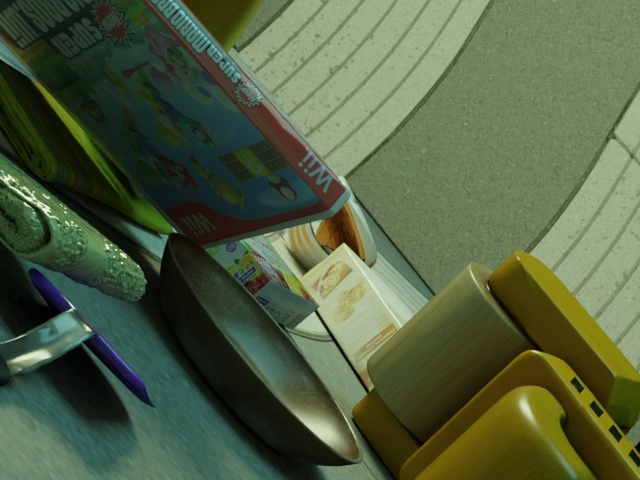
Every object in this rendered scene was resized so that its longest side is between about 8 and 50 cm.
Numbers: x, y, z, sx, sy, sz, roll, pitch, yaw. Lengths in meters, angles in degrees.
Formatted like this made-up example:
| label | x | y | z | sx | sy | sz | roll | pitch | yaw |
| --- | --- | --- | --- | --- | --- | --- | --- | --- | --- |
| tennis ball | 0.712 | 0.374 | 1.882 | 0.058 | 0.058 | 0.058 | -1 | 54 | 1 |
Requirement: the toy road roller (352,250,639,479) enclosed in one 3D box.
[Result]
| label | x | y | z | sx | sy | sz | roll | pitch | yaw |
| --- | --- | --- | --- | --- | --- | --- | --- | --- | --- |
| toy road roller | 0.147 | 0.166 | 1.260 | 0.329 | 0.202 | 0.240 | 54 | 18 | 29 |

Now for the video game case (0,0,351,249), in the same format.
| label | x | y | z | sx | sy | sz | roll | pitch | yaw |
| --- | --- | --- | --- | --- | --- | --- | --- | --- | --- |
| video game case | -0.126 | -0.112 | 1.028 | 0.285 | 0.025 | 0.204 | 48 | -26 | -16 |

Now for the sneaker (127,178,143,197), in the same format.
| label | x | y | z | sx | sy | sz | roll | pitch | yaw |
| --- | --- | --- | --- | --- | --- | --- | --- | --- | --- |
| sneaker | -0.126 | -0.080 | 1.220 | 0.085 | 0.058 | 0.152 | 63 | 12 | 0 |

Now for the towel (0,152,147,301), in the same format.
| label | x | y | z | sx | sy | sz | roll | pitch | yaw |
| --- | --- | --- | --- | --- | --- | --- | --- | --- | --- |
| towel | -0.158 | -0.022 | 0.799 | 0.148 | 0.027 | 0.110 | 36 | -1 | 27 |

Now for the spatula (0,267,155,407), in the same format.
| label | x | y | z | sx | sy | sz | roll | pitch | yaw |
| --- | --- | --- | --- | --- | --- | --- | --- | --- | --- |
| spatula | -0.127 | 0.046 | 0.680 | 0.084 | 0.030 | 0.296 | 45 | 5 | 8 |

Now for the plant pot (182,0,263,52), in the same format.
| label | x | y | z | sx | sy | sz | roll | pitch | yaw |
| --- | --- | --- | --- | --- | --- | --- | --- | --- | --- |
| plant pot | -0.186 | -0.270 | 1.390 | 0.239 | 0.254 | 0.254 | 35 | 3 | 11 |

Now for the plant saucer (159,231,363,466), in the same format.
| label | x | y | z | sx | sy | sz | roll | pitch | yaw |
| --- | --- | --- | --- | --- | --- | --- | --- | --- | --- |
| plant saucer | -0.048 | 0.081 | 1.068 | 0.199 | 0.036 | 0.198 | 50 | 5 | -6 |

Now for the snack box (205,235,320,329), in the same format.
| label | x | y | z | sx | sy | sz | roll | pitch | yaw |
| --- | --- | --- | --- | --- | --- | --- | --- | --- | --- |
| snack box | -0.061 | 0.019 | 1.369 | 0.100 | 0.037 | 0.141 | 50 | 5 | 19 |

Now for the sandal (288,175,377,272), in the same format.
| label | x | y | z | sx | sy | sz | roll | pitch | yaw |
| --- | --- | --- | --- | --- | --- | --- | --- | --- | --- |
| sandal | 0.004 | 0.010 | 1.853 | 0.265 | 0.076 | 0.102 | 111 | -44 | -73 |

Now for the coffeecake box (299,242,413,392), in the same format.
| label | x | y | z | sx | sy | sz | roll | pitch | yaw |
| --- | --- | --- | --- | --- | --- | --- | --- | --- | --- |
| coffeecake box | 0.072 | 0.111 | 1.664 | 0.142 | 0.068 | 0.185 | 45 | 7 | -43 |

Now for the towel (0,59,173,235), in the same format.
| label | x | y | z | sx | sy | sz | roll | pitch | yaw |
| --- | --- | --- | --- | --- | --- | --- | --- | --- | --- |
| towel | -0.172 | -0.060 | 1.128 | 0.102 | 0.021 | 0.237 | 57 | 6 | 15 |
